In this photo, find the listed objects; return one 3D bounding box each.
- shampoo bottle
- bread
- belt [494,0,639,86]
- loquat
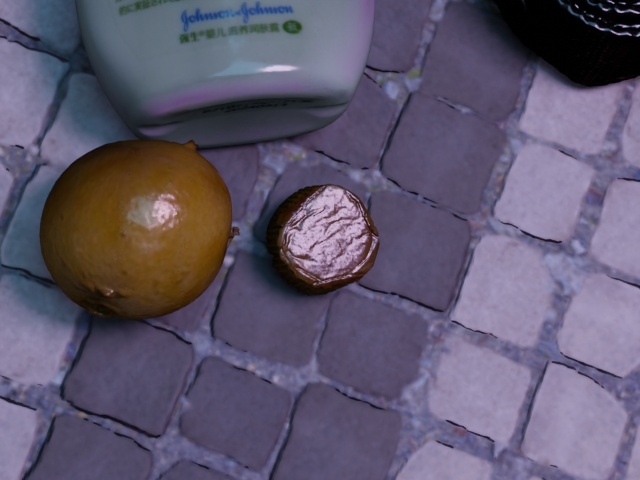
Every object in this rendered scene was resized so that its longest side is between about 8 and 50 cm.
[{"bbox_3d":[-0.082,-0.254,1.316,0.222,0.151,0.349,-8,78,-4],"label":"shampoo bottle"},{"bbox_3d":[0.000,0.000,1.315,0.085,0.053,0.085,1,86,-15],"label":"bread"},{"bbox_3d":[0.200,-0.269,1.354,0.184,0.164,0.289,-32,80,-9],"label":"belt"},{"bbox_3d":[-0.130,-0.008,1.255,0.141,0.141,0.141,2,76,-8],"label":"loquat"}]
